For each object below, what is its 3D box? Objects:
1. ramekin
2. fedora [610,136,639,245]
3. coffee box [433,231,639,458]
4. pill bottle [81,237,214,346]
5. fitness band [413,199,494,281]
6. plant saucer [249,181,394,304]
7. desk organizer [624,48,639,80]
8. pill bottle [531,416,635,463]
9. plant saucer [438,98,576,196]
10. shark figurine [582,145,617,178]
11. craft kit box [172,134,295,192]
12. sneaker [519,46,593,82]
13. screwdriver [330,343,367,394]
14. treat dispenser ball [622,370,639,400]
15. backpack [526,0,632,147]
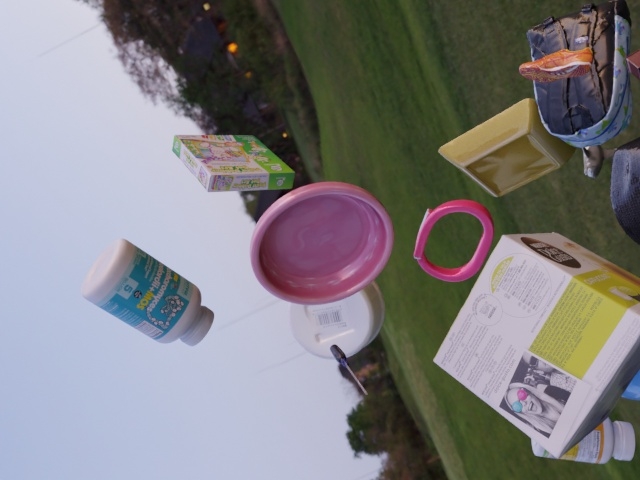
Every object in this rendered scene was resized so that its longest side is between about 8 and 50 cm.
[{"bbox_3d":[0.039,0.206,1.859,0.277,0.277,0.135,64,-166,0],"label":"ramekin"},{"bbox_3d":[0.683,-0.098,1.302,0.152,0.334,0.334,-17,101,56],"label":"fedora"},{"bbox_3d":[0.523,0.203,1.444,0.334,0.338,0.338,36,-157,32],"label":"coffee box"},{"bbox_3d":[-0.355,0.122,1.377,0.264,0.146,0.146,38,-164,-27],"label":"pill bottle"},{"bbox_3d":[0.392,0.003,1.915,0.054,0.209,0.291,-72,-4,-51],"label":"fitness band"},{"bbox_3d":[0.000,0.000,1.485,0.332,0.332,0.084,61,-174,-39],"label":"plant saucer"},{"bbox_3d":[0.766,-0.421,1.471,0.047,0.130,0.050,48,-165,-42],"label":"desk organizer"},{"bbox_3d":[0.709,0.530,1.765,0.136,0.246,0.136,5,-90,-81],"label":"pill bottle"},{"bbox_3d":[0.600,-0.262,2.058,0.333,0.333,0.081,29,-135,-40],"label":"plant saucer"},{"bbox_3d":[0.922,-0.324,2.161,0.166,0.116,0.278,30,-123,-63],"label":"shark figurine"},{"bbox_3d":[-0.235,-0.211,1.741,0.246,0.250,0.061,47,131,40],"label":"craft kit box"},{"bbox_3d":[0.576,-0.429,1.589,0.064,0.175,0.067,42,-122,-49],"label":"sneaker"},{"bbox_3d":[0.062,0.269,1.349,0.025,0.024,0.170,36,-174,-38],"label":"screwdriver"},{"bbox_3d":[0.837,0.276,1.721,0.288,0.288,0.288,63,-176,-8],"label":"treat dispenser ball"},{"bbox_3d":[0.751,-0.447,1.851,0.273,0.290,0.355,30,-121,-44],"label":"backpack"}]
